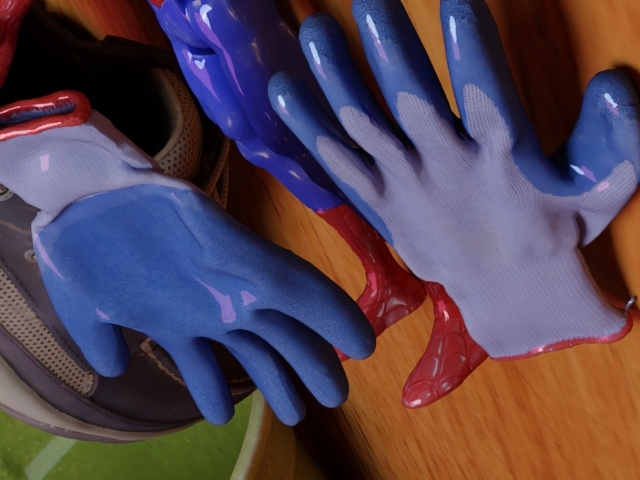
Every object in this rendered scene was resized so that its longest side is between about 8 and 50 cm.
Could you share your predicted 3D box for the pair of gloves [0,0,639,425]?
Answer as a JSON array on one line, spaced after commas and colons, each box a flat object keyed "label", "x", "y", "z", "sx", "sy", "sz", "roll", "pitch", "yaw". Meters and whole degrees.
[{"label": "pair of gloves", "x": 0.000, "y": 0.000, "z": 0.422, "sx": 0.198, "sy": 0.023, "sz": 0.159, "roll": -12, "pitch": 140, "yaw": 24}]

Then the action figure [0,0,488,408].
[{"label": "action figure", "x": -0.057, "y": -0.047, "z": 0.477, "sx": 0.091, "sy": 0.139, "sz": 0.280, "roll": 19, "pitch": 142, "yaw": 57}]

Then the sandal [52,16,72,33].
[{"label": "sandal", "x": -0.137, "y": -0.031, "z": 0.815, "sx": 0.254, "sy": 0.054, "sz": 0.097, "roll": 104, "pitch": 154, "yaw": -57}]

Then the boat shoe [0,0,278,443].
[{"label": "boat shoe", "x": -0.098, "y": -0.010, "z": 0.614, "sx": 0.355, "sy": 0.130, "sz": 0.132, "roll": 36, "pitch": -139, "yaw": -55}]

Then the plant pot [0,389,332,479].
[{"label": "plant pot", "x": -0.070, "y": 0.210, "z": 0.883, "sx": 0.254, "sy": 0.276, "sz": 0.276, "roll": 47, "pitch": 167, "yaw": -33}]
